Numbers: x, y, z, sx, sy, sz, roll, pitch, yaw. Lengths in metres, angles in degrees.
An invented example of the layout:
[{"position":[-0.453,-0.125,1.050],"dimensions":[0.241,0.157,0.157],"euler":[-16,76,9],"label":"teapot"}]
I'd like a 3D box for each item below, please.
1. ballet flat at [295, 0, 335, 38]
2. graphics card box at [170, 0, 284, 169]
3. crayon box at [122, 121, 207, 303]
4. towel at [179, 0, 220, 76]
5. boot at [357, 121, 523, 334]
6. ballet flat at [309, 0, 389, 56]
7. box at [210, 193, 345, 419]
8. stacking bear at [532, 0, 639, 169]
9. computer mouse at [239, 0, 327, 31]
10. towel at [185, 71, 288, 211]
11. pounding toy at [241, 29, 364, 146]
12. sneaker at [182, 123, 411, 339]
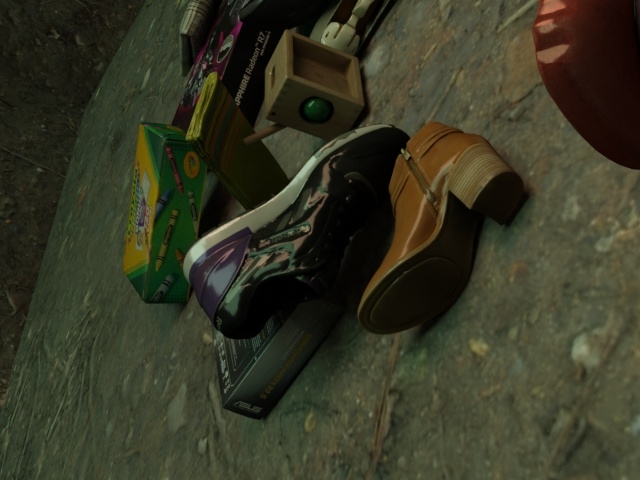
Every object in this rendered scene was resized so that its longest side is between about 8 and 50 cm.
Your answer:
[{"position":[0.026,-0.405,1.105],"dimensions":[0.249,0.086,0.086],"euler":[-63,27,7],"label":"ballet flat"},{"position":[-0.174,-0.320,1.374],"dimensions":[0.232,0.094,0.371],"euler":[-1,66,61],"label":"graphics card box"},{"position":[-0.270,-0.050,1.238],"dimensions":[0.165,0.081,0.279],"euler":[33,117,58],"label":"crayon box"},{"position":[-0.235,-0.526,1.573],"dimensions":[0.324,0.056,0.312],"euler":[137,153,-81],"label":"towel"},{"position":[0.090,-0.017,0.678],"dimensions":[0.197,0.073,0.152],"euler":[-48,31,9],"label":"boot"},{"position":[0.043,-0.305,0.984],"dimensions":[0.213,0.072,0.068],"euler":[-57,14,14],"label":"ballet flat"},{"position":[-0.067,0.075,0.897],"dimensions":[0.183,0.056,0.231],"euler":[-54,29,19],"label":"box"},{"position":[0.279,-0.131,0.334],"dimensions":[0.289,0.164,0.176],"euler":[-7,50,47],"label":"stacking bear"},{"position":[0.003,-0.367,0.997],"dimensions":[0.272,0.072,0.189],"euler":[-29,24,29],"label":"computer mouse"},{"position":[-0.097,-0.105,0.940],"dimensions":[0.021,0.237,0.102],"euler":[2,63,24],"label":"towel"},{"position":[-0.024,-0.184,0.944],"dimensions":[0.141,0.130,0.100],"euler":[-93,28,-42],"label":"pounding toy"},{"position":[0.000,0.000,0.755],"dimensions":[0.283,0.107,0.124],"euler":[-37,49,0],"label":"sneaker"}]
